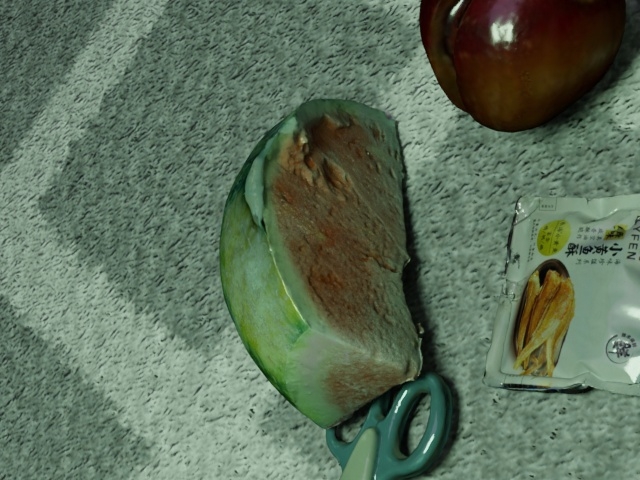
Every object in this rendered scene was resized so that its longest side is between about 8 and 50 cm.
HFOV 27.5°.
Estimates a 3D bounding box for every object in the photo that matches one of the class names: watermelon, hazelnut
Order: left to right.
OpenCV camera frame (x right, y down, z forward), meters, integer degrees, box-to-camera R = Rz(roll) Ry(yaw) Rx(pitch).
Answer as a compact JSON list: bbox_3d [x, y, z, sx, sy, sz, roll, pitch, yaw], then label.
[{"bbox_3d":[0.000,0.000,1.176,0.180,0.224,0.305,1,53,-2],"label":"watermelon"},{"bbox_3d":[0.169,-0.186,1.130,0.178,0.178,0.204,-53,41,6],"label":"hazelnut"}]

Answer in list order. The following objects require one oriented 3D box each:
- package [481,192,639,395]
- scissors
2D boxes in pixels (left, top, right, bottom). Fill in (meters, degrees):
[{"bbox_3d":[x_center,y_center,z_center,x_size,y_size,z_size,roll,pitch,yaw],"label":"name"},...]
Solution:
[{"bbox_3d":[0.217,0.041,1.057,0.173,0.027,0.171,-3,67,43],"label":"package"},{"bbox_3d":[0.026,0.241,1.104,0.138,0.041,0.289,5,72,47],"label":"scissors"}]
